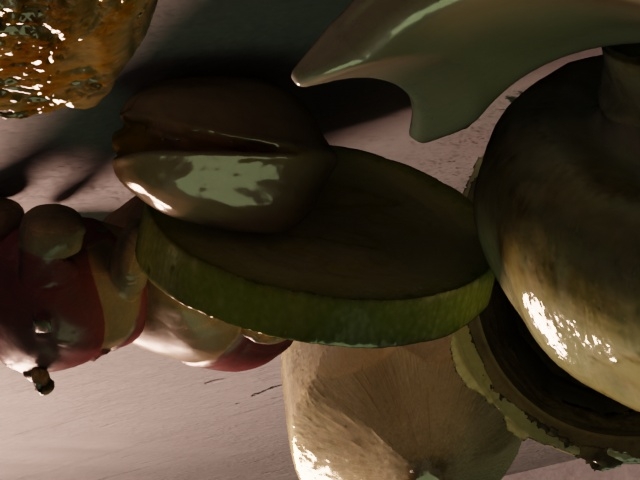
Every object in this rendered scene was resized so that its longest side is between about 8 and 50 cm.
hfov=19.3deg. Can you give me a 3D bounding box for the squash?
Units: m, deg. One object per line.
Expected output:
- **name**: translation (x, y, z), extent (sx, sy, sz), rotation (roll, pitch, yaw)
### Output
- **squash**: translation (0.000, 0.000, 1.323), extent (0.252, 0.049, 0.252), rotation (7, -156, -3)

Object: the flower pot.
- **flower pot**: translation (0.248, 0.034, 1.563), extent (0.290, 0.290, 0.259), rotation (-11, 178, 7)

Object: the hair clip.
- **hair clip**: translation (0.139, -0.147, 1.064), extent (0.282, 0.113, 0.172), rotation (-10, 166, 28)

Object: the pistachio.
- **pistachio**: translation (-0.066, -0.058, 1.254), extent (0.149, 0.113, 0.113), rotation (2, 162, -26)

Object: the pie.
- **pie**: translation (-0.129, -0.146, 0.957), extent (0.128, 0.068, 0.282), rotation (-9, 162, -20)

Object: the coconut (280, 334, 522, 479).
- **coconut**: translation (0.080, 0.157, 1.824), extent (0.237, 0.237, 0.266), rotation (-9, -151, 1)

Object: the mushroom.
- **mushroom**: translation (0.273, -0.034, 1.226), extent (0.352, 0.260, 0.352), rotation (-11, -151, 6)

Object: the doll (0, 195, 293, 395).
- **doll**: translation (-0.137, 0.024, 1.451), extent (0.255, 0.196, 0.152), rotation (4, 124, -29)
